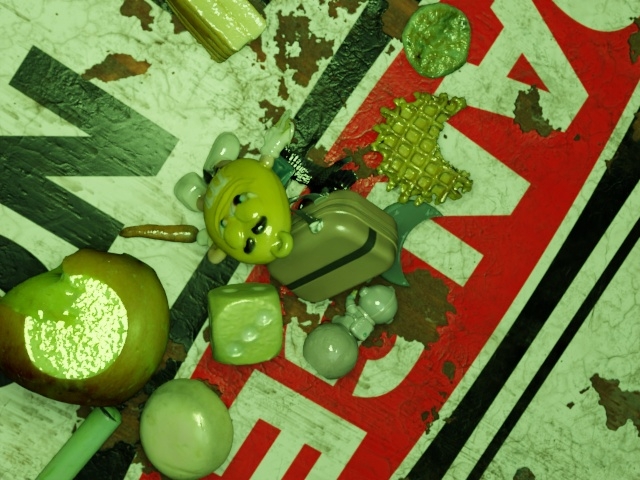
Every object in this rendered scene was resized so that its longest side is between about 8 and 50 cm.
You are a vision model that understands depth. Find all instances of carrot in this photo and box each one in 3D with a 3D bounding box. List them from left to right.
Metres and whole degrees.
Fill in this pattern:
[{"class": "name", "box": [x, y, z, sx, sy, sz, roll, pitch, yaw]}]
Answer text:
[{"class": "carrot", "box": [-0.390, -0.018, 1.762, 0.191, 0.047, 0.047, 2, 99, -11]}]

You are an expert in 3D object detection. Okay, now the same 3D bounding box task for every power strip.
[{"class": "power strip", "box": [0.199, 0.007, 1.881, 0.167, 0.054, 0.253, 26, 93, -12]}]

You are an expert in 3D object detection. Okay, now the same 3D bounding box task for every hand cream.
[{"class": "hand cream", "box": [-0.144, -0.102, 1.776, 0.048, 0.083, 0.224, 16, 111, -54]}]

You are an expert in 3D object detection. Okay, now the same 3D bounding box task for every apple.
[{"class": "apple", "box": [-0.518, 0.178, 1.604, 0.384, 0.374, 0.374, 30, 92, -40]}]

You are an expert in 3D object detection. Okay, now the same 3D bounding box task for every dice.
[{"class": "dice", "box": [-0.186, 0.199, 1.773, 0.169, 0.169, 0.166, -4, 99, -11]}]

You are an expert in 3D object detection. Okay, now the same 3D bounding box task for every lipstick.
[{"class": "lipstick", "box": [-0.608, 0.532, 1.791, 0.076, 0.076, 0.304, 40, 89, -15]}]

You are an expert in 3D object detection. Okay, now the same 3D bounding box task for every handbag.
[{"class": "handbag", "box": [0.000, 0.000, 1.702, 0.302, 0.149, 0.283, -26, 128, 37]}]

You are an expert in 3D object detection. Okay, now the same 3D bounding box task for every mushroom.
[{"class": "mushroom", "box": [-0.316, 0.461, 1.786, 0.246, 0.202, 0.246, -1, 88, 31]}]

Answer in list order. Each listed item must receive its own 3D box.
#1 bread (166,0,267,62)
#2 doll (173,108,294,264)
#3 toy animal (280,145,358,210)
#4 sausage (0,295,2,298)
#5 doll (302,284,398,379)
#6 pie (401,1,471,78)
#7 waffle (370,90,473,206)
[{"class": "bread", "box": [-0.254, -0.519, 1.613, 0.111, 0.239, 0.246, -45, 106, -8]}, {"class": "doll", "box": [-0.179, -0.110, 1.627, 0.161, 0.423, 0.348, 21, 72, -37]}, {"class": "toy animal", "box": [0.008, -0.126, 1.775, 0.160, 0.272, 0.197, -5, 112, -41]}, {"class": "sausage", "box": [-0.822, 0.112, 1.671, 0.093, 0.093, 0.312, -44, 104, -2]}, {"class": "doll", "box": [0.086, 0.221, 1.851, 0.287, 0.151, 0.151, -44, 105, -5]}, {"class": "pie", "box": [0.291, -0.500, 1.824, 0.187, 0.041, 0.187, -2, 100, -12]}, {"class": "waffle", "box": [0.257, -0.231, 1.825, 0.259, 0.069, 0.293, -8, 89, -10]}]
